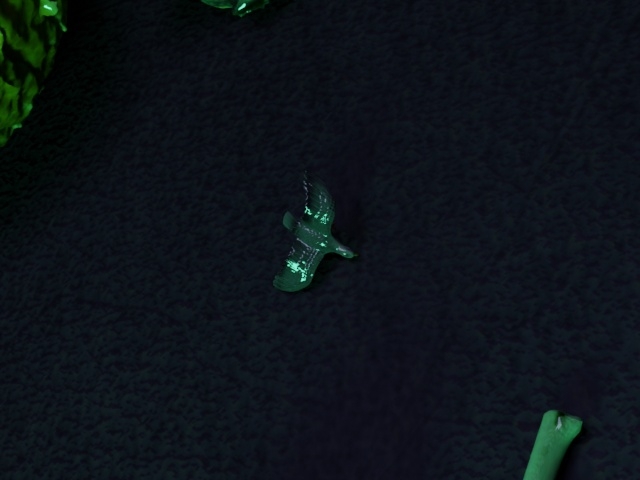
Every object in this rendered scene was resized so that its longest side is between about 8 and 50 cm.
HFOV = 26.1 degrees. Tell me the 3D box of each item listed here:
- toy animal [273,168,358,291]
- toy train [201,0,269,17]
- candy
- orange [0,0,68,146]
[{"bbox_3d":[0.000,-0.001,0.864,0.028,0.050,0.084,-92,15,-65],"label":"toy animal"},{"bbox_3d":[-0.025,-0.331,1.001,0.369,0.150,0.237,-34,44,11],"label":"toy train"},{"bbox_3d":[0.049,0.277,0.642,0.119,0.119,0.440,2,59,35],"label":"candy"},{"bbox_3d":[-0.321,-0.156,1.045,0.300,0.223,0.301,-1,67,46],"label":"orange"}]
